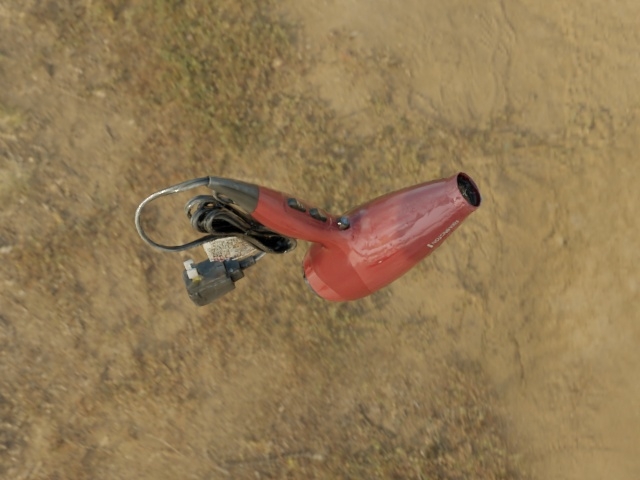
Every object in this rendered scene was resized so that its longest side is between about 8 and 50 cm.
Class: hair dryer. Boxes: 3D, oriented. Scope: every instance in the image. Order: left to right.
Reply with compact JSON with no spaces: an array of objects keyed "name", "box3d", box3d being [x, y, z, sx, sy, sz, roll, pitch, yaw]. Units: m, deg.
[{"name":"hair dryer","box3d":[0.000,0.000,0.966,0.293,0.223,0.080,-14,70,-1]}]
